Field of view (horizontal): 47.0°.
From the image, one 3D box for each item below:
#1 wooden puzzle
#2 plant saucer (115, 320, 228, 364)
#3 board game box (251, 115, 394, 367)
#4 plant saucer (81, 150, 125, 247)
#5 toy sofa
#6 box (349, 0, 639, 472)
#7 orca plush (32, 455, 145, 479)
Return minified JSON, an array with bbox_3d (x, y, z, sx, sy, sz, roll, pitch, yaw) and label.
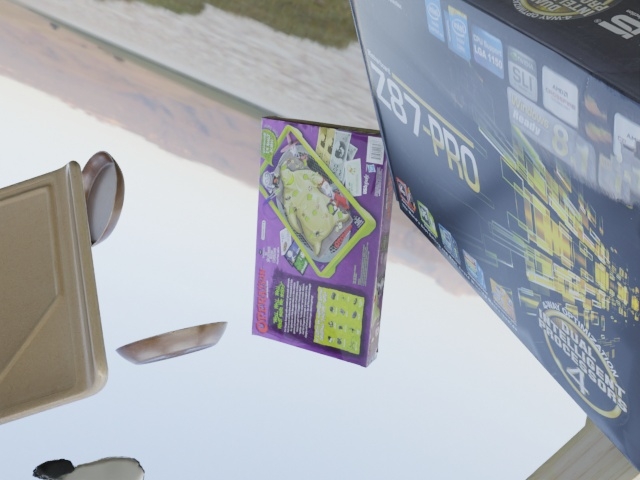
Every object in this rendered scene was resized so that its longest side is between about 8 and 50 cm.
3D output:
[{"bbox_3d":[-0.298,0.061,0.640,0.044,0.238,0.221,58,-166,-62],"label":"wooden puzzle"},{"bbox_3d":[-0.254,0.183,1.283,0.198,0.036,0.198,-15,172,-2],"label":"plant saucer"},{"bbox_3d":[0.000,0.000,1.095,0.208,0.347,0.056,12,-162,22],"label":"board game box"},{"bbox_3d":[-0.371,-0.066,1.233,0.029,0.168,0.168,12,-167,-40],"label":"plant saucer"},{"bbox_3d":[0.397,0.434,1.185,0.150,0.362,0.177,33,-162,-24],"label":"toy sofa"},{"bbox_3d":[0.156,-0.064,0.568,0.395,0.097,0.318,-124,13,-48],"label":"box"},{"bbox_3d":[-0.369,0.408,1.002,0.151,0.102,0.287,36,-131,5],"label":"orca plush"}]
